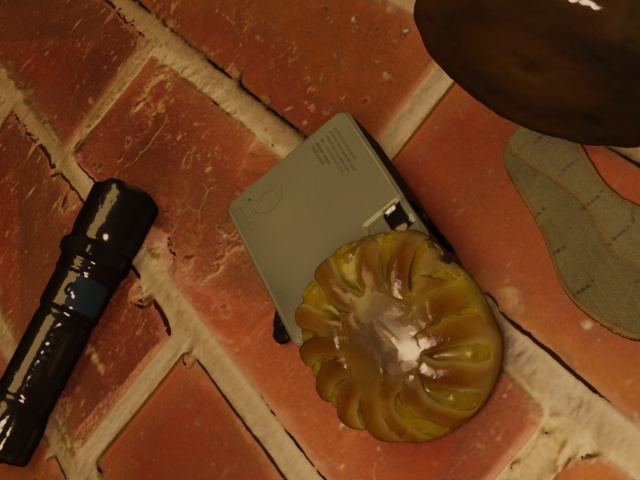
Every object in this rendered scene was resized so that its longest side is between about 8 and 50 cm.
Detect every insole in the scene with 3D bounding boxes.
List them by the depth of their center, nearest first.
[{"bbox_3d":[0.268,-0.022,1.334,0.119,0.009,0.348,-42,39,16],"label":"insole"}]

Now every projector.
[{"bbox_3d":[0.026,-0.001,1.482,0.192,0.099,0.257,-41,43,10],"label":"projector"}]

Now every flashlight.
[{"bbox_3d":[-0.350,0.114,1.819,0.103,0.103,0.424,10,71,50],"label":"flashlight"}]

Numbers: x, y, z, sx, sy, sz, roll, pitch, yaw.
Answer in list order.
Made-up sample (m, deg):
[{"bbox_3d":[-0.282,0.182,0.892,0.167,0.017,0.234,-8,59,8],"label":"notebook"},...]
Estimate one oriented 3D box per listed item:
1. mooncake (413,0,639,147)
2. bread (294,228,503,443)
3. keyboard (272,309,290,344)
[{"bbox_3d":[0.248,-0.223,1.291,0.290,0.290,0.161,10,65,50],"label":"mooncake"},{"bbox_3d":[0.071,0.097,1.303,0.213,0.105,0.213,1,93,16],"label":"bread"},{"bbox_3d":[0.000,0.000,1.594,0.106,0.016,0.262,-18,51,38],"label":"keyboard"}]
